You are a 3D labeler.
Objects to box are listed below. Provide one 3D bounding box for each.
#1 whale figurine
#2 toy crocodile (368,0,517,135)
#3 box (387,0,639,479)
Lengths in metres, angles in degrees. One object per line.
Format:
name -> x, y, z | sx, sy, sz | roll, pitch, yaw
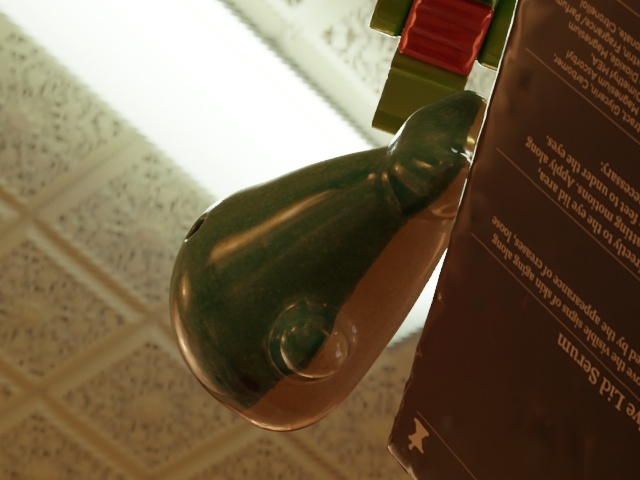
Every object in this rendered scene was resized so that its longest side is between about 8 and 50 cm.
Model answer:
whale figurine -> 0.000, 0.000, 1.116 | 0.141, 0.216, 0.272 | 34, -51, -9
toy crocodile -> 0.119, -0.213, 1.263 | 0.115, 0.105, 0.341 | 24, -60, -1
box -> 0.138, 0.048, 0.365 | 0.103, 0.261, 0.184 | -6, -53, -33
